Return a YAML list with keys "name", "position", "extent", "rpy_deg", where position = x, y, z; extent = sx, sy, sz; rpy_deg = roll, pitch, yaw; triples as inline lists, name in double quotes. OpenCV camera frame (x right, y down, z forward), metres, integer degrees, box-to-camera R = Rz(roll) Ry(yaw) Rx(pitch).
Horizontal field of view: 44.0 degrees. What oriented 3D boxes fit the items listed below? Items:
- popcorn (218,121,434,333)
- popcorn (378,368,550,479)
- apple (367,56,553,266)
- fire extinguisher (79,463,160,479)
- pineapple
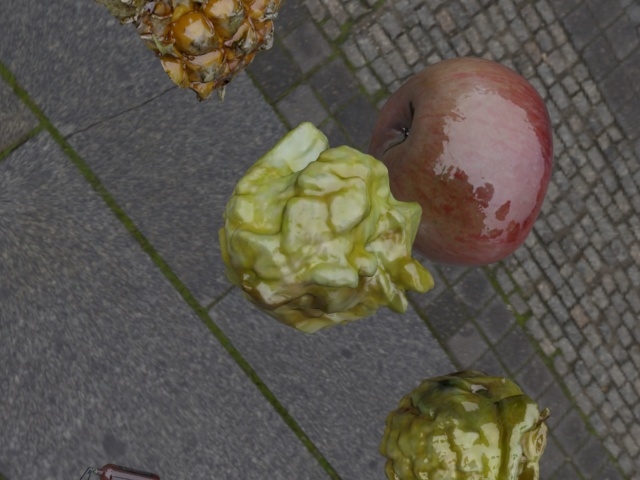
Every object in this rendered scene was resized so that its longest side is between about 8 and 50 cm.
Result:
- name: "popcorn"
  position: [0.001, -0.001, 0.712]
  extent: [0.185, 0.187, 0.167]
  rpy_deg: [39, 82, -27]
- name: "popcorn"
  position: [0.180, 0.251, 0.972]
  extent: [0.218, 0.189, 0.170]
  rpy_deg: [-20, 112, -59]
- name: "apple"
  position: [0.214, -0.132, 1.276]
  extent: [0.269, 0.345, 0.345]
  rpy_deg: [15, 86, -4]
- name: "fire extinguisher"
  position: [-0.247, 0.284, 0.960]
  extent: [0.100, 0.046, 0.032]
  rpy_deg: [25, 92, -33]
- name: "pineapple"
  position: [-0.128, -0.323, 0.862]
  extent: [0.208, 0.286, 0.344]
  rpy_deg: [-26, 109, 10]
